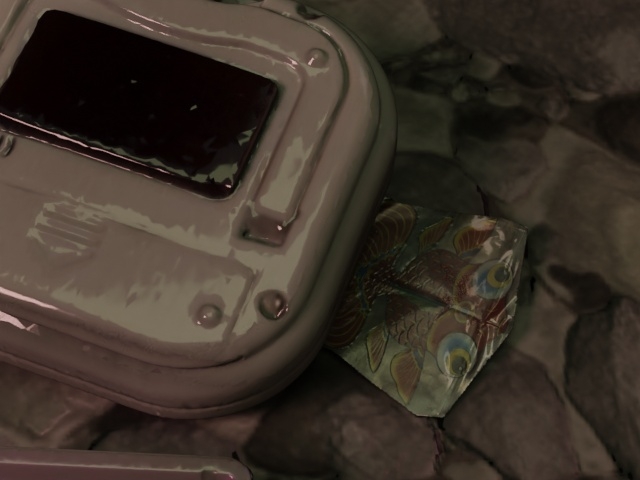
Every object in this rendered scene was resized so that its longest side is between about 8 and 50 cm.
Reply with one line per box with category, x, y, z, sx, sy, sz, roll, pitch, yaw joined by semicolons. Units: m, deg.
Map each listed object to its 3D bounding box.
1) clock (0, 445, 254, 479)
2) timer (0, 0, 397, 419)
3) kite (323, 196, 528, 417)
clock;-0.105;0.195;0.741;0.150;0.063;0.197;3;57;-3
timer;-0.102;-0.041;0.868;0.262;0.087;0.237;18;67;9
kite;0.000;0.002;0.905;0.229;0.016;0.127;27;62;12
